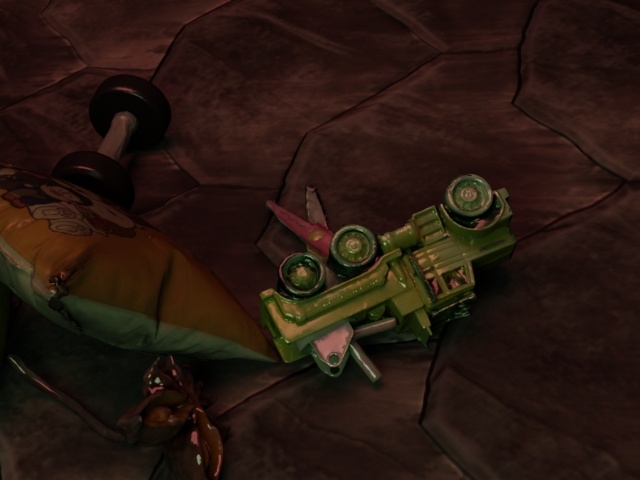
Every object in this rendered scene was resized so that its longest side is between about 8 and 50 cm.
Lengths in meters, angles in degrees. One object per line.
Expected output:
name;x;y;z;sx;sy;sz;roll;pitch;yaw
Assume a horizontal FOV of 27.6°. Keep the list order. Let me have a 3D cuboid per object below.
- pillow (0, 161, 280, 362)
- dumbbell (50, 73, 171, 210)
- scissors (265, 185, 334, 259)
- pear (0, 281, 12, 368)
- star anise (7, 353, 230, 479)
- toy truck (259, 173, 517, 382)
pillow;-0.227;0.020;1.280;0.310;0.312;0.119;28;92;40
dumbbell;-0.249;-0.107;1.549;0.100;0.100;0.191;-1;42;17
scissors;0.000;0.000;1.404;0.133;0.020;0.187;-22;42;-11
pear;-0.402;0.107;1.317;0.238;0.164;0.255;-22;44;-21
star anise;-0.207;0.171;1.228;0.227;0.148;0.218;-27;69;29
toy truck;0.077;0.048;1.268;0.259;0.128;0.135;-28;73;-12
